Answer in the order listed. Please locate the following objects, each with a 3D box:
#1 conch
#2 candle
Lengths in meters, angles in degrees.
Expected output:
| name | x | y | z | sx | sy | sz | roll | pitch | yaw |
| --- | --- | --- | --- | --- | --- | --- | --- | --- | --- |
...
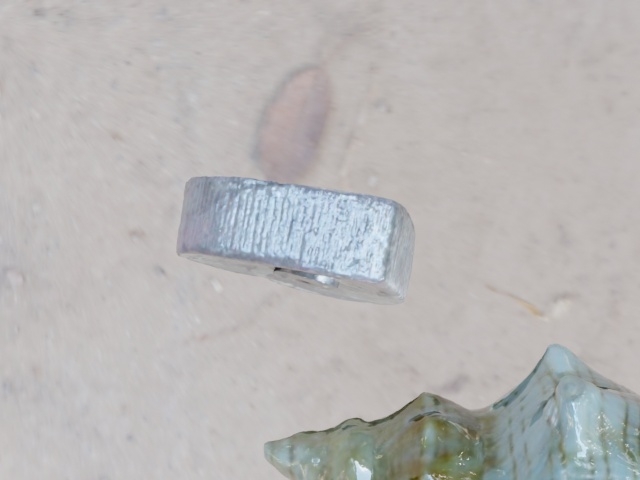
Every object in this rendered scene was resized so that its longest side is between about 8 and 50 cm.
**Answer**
| name | x | y | z | sx | sy | sz | roll | pitch | yaw |
| --- | --- | --- | --- | --- | --- | --- | --- | --- | --- |
| conch | 0.156 | 0.149 | 1.116 | 0.386 | 0.203 | 0.170 | -1 | 110 | 15 |
| candle | 0.000 | 0.000 | 1.417 | 0.192 | 0.168 | 0.068 | 15 | 81 | -33 |
